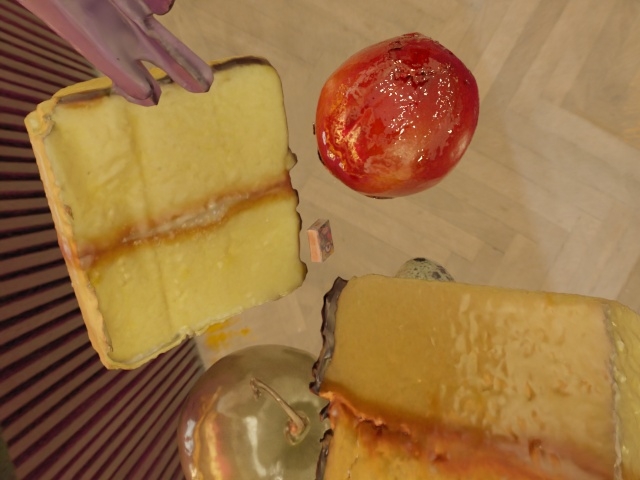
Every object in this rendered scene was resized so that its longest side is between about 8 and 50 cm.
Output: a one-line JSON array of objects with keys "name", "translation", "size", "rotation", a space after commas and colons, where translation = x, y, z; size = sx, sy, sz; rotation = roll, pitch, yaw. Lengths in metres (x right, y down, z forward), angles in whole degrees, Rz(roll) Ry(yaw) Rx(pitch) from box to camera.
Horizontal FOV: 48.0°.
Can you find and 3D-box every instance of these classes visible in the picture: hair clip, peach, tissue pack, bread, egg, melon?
[{"name": "hair clip", "translation": [-0.156, -0.164, 0.341], "size": [0.137, 0.278, 0.090], "rotation": [-8, 65, 36]}, {"name": "peach", "translation": [0.164, -0.274, 1.576], "size": [0.369, 0.370, 0.370], "rotation": [0, 95, 1]}, {"name": "tissue pack", "translation": [0.000, 0.000, 1.612], "size": [0.035, 0.063, 0.083], "rotation": [5, 118, 30]}, {"name": "bread", "translation": [0.174, 0.223, 0.645], "size": [0.242, 0.404, 0.346], "rotation": [37, 62, -33]}, {"name": "egg", "translation": [0.186, 0.103, 1.292], "size": [0.132, 0.172, 0.132], "rotation": [-3, 138, -3]}, {"name": "melon", "translation": [-0.076, 0.273, 1.013], "size": [0.271, 0.308, 0.272], "rotation": [-2, 95, -26]}, {"name": "bread", "translation": [-0.128, -0.032, 0.694], "size": [0.236, 0.198, 0.264], "rotation": [-10, 114, -8]}]
